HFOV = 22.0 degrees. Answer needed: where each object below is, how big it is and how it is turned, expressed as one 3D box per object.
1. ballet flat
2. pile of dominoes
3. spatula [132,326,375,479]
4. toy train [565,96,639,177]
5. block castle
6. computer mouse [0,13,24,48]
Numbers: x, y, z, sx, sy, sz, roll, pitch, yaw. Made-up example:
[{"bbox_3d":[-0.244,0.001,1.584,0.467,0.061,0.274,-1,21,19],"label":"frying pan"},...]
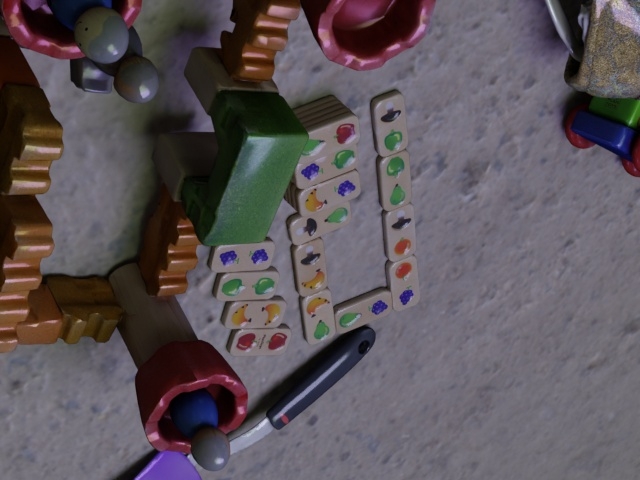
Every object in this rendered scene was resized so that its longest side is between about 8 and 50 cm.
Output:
[{"bbox_3d":[0.221,-0.264,1.300,0.123,0.123,0.348,-23,126,-17],"label":"ballet flat"},{"bbox_3d":[0.000,0.000,1.393,0.196,0.040,0.251,-22,130,-18],"label":"pile of dominoes"},{"bbox_3d":[-0.066,0.174,1.482,0.296,0.030,0.084,-36,135,-6],"label":"spatula"},{"bbox_3d":[0.347,-0.111,1.502,0.248,0.105,0.143,21,96,-40],"label":"toy train"},{"bbox_3d":[-0.138,-0.034,1.116,0.303,0.213,0.453,-1,132,-33],"label":"block castle"},{"bbox_3d":[-0.170,-0.257,1.077,0.272,0.072,0.188,-48,133,7],"label":"computer mouse"}]
